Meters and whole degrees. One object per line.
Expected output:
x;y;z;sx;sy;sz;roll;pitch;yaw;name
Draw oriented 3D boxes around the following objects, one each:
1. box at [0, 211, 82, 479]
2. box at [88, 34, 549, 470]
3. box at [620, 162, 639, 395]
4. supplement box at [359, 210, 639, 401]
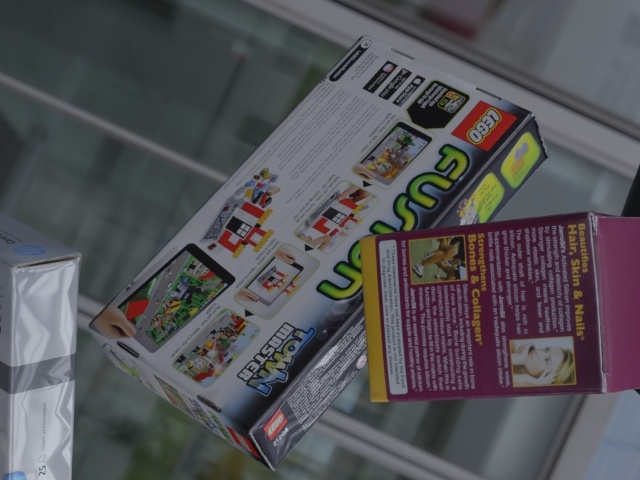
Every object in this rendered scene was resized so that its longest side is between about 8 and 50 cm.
-0.164;0.076;0.833;0.038;0.145;0.186;-11;114;-38;box
0.000;0.000;0.869;0.207;0.114;0.036;-47;143;-17;box
0.361;0.038;0.895;0.212;0.395;0.293;-25;145;-30;box
0.058;0.021;0.568;0.043;0.083;0.055;2;85;-56;supplement box
